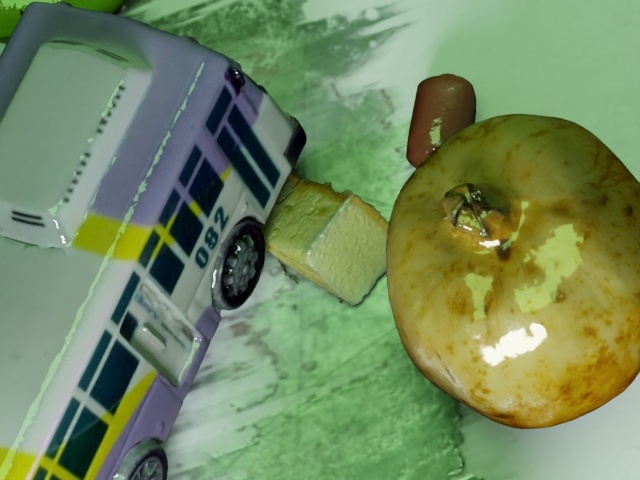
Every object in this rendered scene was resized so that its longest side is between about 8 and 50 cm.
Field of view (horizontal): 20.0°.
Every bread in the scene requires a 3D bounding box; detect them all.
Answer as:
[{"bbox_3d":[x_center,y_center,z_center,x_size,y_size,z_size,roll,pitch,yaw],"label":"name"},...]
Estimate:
[{"bbox_3d":[0.000,0.000,1.568,0.084,0.080,0.109,-53,35,-12],"label":"bread"}]

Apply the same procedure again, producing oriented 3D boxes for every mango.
[{"bbox_3d":[-0.257,-0.226,1.668,0.165,0.074,0.091,-16,65,2],"label":"mango"}]

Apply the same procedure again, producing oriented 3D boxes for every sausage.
[{"bbox_3d":[0.106,-0.101,1.567,0.054,0.059,0.094,9,68,6],"label":"sausage"}]

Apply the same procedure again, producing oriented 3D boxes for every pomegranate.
[{"bbox_3d":[0.159,0.022,1.417,0.248,0.248,0.248,-3,68,8],"label":"pomegranate"}]

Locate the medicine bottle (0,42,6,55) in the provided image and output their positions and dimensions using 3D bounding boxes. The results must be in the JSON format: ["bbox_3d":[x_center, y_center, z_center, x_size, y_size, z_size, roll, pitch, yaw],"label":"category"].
[{"bbox_3d":[-0.356,-0.144,1.641,0.260,0.095,0.095,11,71,14],"label":"medicine bottle"}]

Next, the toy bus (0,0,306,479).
[{"bbox_3d":[-0.204,0.030,1.448,0.209,0.249,0.439,18,73,24],"label":"toy bus"}]
